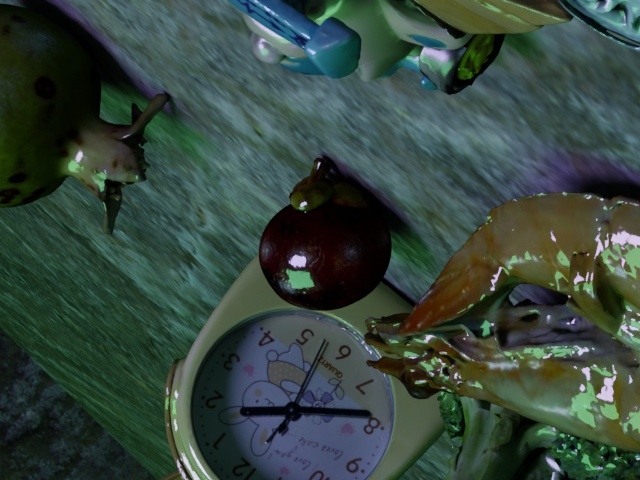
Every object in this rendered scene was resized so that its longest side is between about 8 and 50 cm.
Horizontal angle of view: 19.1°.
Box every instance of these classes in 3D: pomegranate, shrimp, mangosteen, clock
[{"bbox_3d":[-0.193,-0.086,1.285,0.169,0.148,0.148,16,169,-9],"label":"pomegranate"},{"bbox_3d":[0.109,0.040,0.896,0.267,0.061,0.145,-1,128,52],"label":"shrimp"},{"bbox_3d":[0.001,0.003,1.129,0.081,0.081,0.081,38,166,11],"label":"mangosteen"},{"bbox_3d":[-0.026,0.122,1.254,0.170,0.232,0.069,40,166,6],"label":"clock"}]

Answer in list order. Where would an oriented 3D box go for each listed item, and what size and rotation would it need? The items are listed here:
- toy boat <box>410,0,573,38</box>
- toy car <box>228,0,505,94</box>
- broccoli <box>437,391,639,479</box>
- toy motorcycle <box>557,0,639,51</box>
[{"bbox_3d":[0.014,-0.150,0.642,0.206,0.064,0.072,43,150,-1],"label":"toy boat"},{"bbox_3d":[0.001,-0.098,0.759,0.126,0.098,0.161,38,165,19],"label":"toy car"},{"bbox_3d":[0.136,0.177,1.043,0.261,0.242,0.269,56,142,18],"label":"broccoli"},{"bbox_3d":[0.142,-0.085,0.408,0.169,0.113,0.315,22,169,28],"label":"toy motorcycle"}]
